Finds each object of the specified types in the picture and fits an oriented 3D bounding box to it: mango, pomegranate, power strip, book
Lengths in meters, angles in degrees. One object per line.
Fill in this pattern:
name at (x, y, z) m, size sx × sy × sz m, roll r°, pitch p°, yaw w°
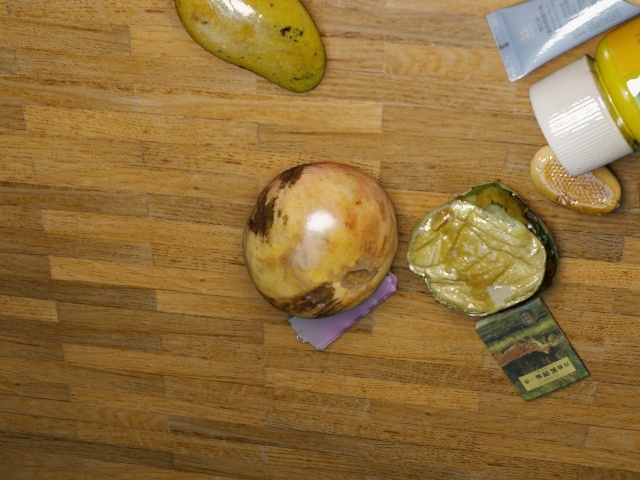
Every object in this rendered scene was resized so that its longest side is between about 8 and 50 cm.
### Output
mango at (-0.121, -0.392, 1.798) m, size 0.329 × 0.175 × 0.176 m, roll 37°, pitch 166°, yaw -12°
pomegranate at (0.000, 0.000, 1.943) m, size 0.322 × 0.322 × 0.322 m, roll 5°, pitch 122°, yaw 8°
power strip at (0.045, 0.134, 2.159) m, size 0.109 × 0.037 × 0.279 m, roll 40°, pitch 121°, yaw -13°
book at (0.459, 0.237, 2.149) m, size 0.160 × 0.024 × 0.228 m, roll -27°, pitch 112°, yaw 22°

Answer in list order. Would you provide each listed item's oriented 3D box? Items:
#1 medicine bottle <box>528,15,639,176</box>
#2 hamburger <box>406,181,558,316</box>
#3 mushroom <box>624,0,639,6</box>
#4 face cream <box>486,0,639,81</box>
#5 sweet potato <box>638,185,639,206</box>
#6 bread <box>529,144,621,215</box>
medicine bottle at (0.570, -0.272, 1.692) m, size 0.384 × 0.224 × 0.224 m, roll -26°, pitch 113°, yaw 24°
hamburger at (0.327, 0.024, 1.982) m, size 0.265 × 0.134 × 0.285 m, roll -34°, pitch 103°, yaw 30°
mushroom at (0.504, -0.487, 1.584) m, size 0.151 × 0.285 × 0.156 m, roll 1°, pitch 157°, yaw 39°
face cream at (0.483, -0.411, 1.706) m, size 0.385 × 0.086 × 0.135 m, roll -22°, pitch 78°, yaw 23°
sweet potato at (0.647, -0.084, 1.890) m, size 0.078 × 0.058 × 0.255 m, roll 5°, pitch 126°, yaw 11°
bread at (0.486, -0.117, 1.895) m, size 0.189 × 0.077 × 0.114 m, roll 28°, pitch 102°, yaw -5°
